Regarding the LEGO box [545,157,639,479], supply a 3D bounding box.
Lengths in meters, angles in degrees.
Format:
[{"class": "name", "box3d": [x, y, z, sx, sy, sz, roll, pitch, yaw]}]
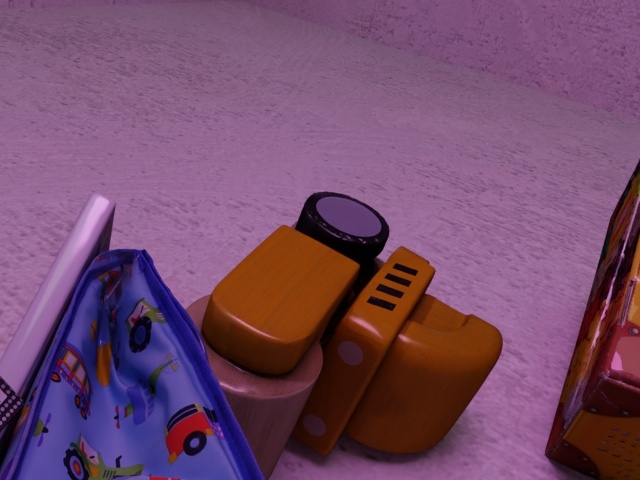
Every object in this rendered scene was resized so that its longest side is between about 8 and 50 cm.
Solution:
[{"class": "LEGO box", "box3d": [0.530, 0.120, 0.601, 0.500, 0.193, 0.372, 21, 54, 19]}]

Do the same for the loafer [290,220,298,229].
[{"class": "loafer", "box3d": [0.000, 0.000, 0.943, 0.039, 0.045, 0.125, -29, 38, -25]}]

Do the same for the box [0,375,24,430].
[{"class": "box", "box3d": [-0.278, 0.162, 0.237, 0.216, 0.060, 0.270, -25, 19, 26]}]

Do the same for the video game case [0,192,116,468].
[{"class": "video game case", "box3d": [-0.218, 0.084, 0.499, 0.023, 0.183, 0.201, 24, 62, -11]}]

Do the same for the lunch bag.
[{"class": "lunch bag", "box3d": [-0.156, 0.154, 0.416, 0.138, 0.221, 0.293, 10, 24, -27]}]

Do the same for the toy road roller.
[{"class": "toy road roller", "box3d": [0.025, 0.116, 0.582, 0.241, 0.202, 0.329, 29, 31, 12]}]
